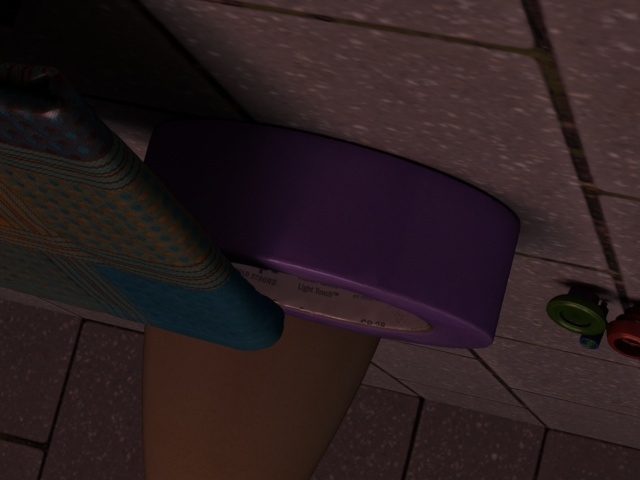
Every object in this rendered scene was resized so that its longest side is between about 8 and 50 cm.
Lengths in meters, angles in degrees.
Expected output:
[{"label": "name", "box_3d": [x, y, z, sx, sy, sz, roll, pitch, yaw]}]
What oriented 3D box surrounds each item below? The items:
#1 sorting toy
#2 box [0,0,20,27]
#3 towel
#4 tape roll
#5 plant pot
[{"label": "sorting toy", "box_3d": [0.237, 0.062, 1.300, 0.102, 0.042, 0.061, 27, 154, -4]}, {"label": "box", "box_3d": [-0.197, -0.140, 0.822, 0.083, 0.018, 0.067, 17, 170, -12]}, {"label": "towel", "box_3d": [-0.188, -0.031, 0.956, 0.271, 0.040, 0.370, 13, 162, 21]}, {"label": "tape roll", "box_3d": [0.000, 0.000, 1.127, 0.274, 0.090, 0.275, 15, 171, 2]}, {"label": "plant pot", "box_3d": [-0.080, 0.153, 1.583, 0.256, 0.274, 0.256, 15, 170, 3]}]
